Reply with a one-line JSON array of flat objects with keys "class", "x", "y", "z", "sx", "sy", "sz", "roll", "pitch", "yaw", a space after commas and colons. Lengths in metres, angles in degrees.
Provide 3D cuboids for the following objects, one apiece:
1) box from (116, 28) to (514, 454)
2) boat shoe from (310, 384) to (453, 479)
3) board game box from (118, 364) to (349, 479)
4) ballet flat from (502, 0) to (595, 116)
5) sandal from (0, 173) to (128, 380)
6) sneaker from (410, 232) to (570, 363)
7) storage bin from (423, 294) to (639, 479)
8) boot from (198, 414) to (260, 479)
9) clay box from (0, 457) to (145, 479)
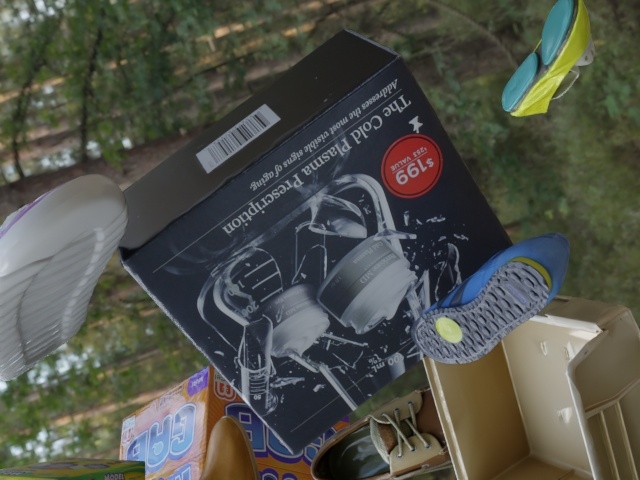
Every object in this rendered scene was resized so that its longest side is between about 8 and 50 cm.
[{"class": "box", "x": 0.000, "y": 0.000, "z": 1.006, "sx": 0.312, "sy": 0.343, "sz": 0.179, "roll": 53, "pitch": 179, "yaw": -28}, {"class": "boat shoe", "x": 0.121, "y": 0.279, "z": 1.268, "sx": 0.120, "sy": 0.324, "sz": 0.122, "roll": 7, "pitch": -128, "yaw": -53}, {"class": "board game box", "x": -0.181, "y": 0.515, "z": 1.849, "sx": 0.356, "sy": 0.356, "sz": 0.356, "roll": 22, "pitch": -129, "yaw": -32}, {"class": "ballet flat", "x": 0.317, "y": -0.241, "z": 1.198, "sx": 0.231, "sy": 0.077, "sz": 0.077, "roll": 114, "pitch": 161, "yaw": -60}, {"class": "sandal", "x": -0.305, "y": 0.039, "z": 0.905, "sx": 0.102, "sy": 0.169, "sz": 0.416, "roll": 48, "pitch": 146, "yaw": 6}, {"class": "sneaker", "x": 0.172, "y": 0.059, "z": 0.901, "sx": 0.069, "sy": 0.082, "sz": 0.209, "roll": 46, "pitch": 139, "yaw": 1}, {"class": "storage bin", "x": 0.258, "y": 0.198, "z": 1.041, "sx": 0.262, "sy": 0.123, "sz": 0.260, "roll": 7, "pitch": 118, "yaw": 61}, {"class": "boot", "x": -0.192, "y": 0.397, "z": 1.244, "sx": 0.104, "sy": 0.211, "sz": 0.295, "roll": -21, "pitch": 70, "yaw": 55}, {"class": "clay box", "x": -0.332, "y": 0.310, "z": 1.132, "sx": 0.222, "sy": 0.127, "sz": 0.053, "roll": 21, "pitch": -112, "yaw": -68}]
